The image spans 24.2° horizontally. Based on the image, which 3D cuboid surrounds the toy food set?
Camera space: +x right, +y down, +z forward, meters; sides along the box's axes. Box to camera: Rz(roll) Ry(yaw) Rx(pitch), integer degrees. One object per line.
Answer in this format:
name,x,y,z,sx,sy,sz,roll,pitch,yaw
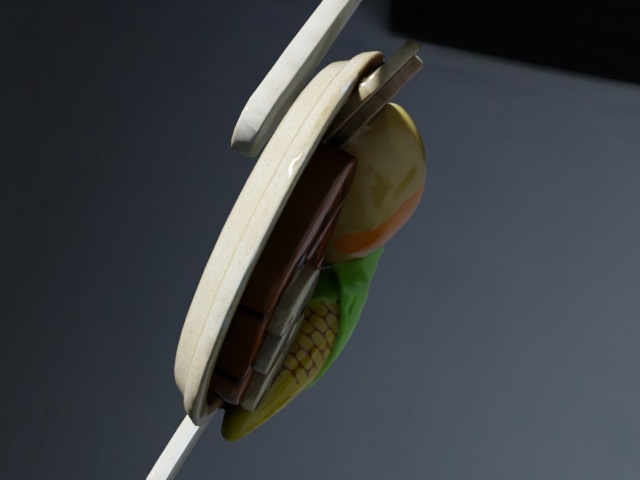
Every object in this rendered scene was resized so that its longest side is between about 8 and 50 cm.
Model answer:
toy food set,0.000,0.000,0.447,0.132,0.039,0.192,-59,-8,-39
